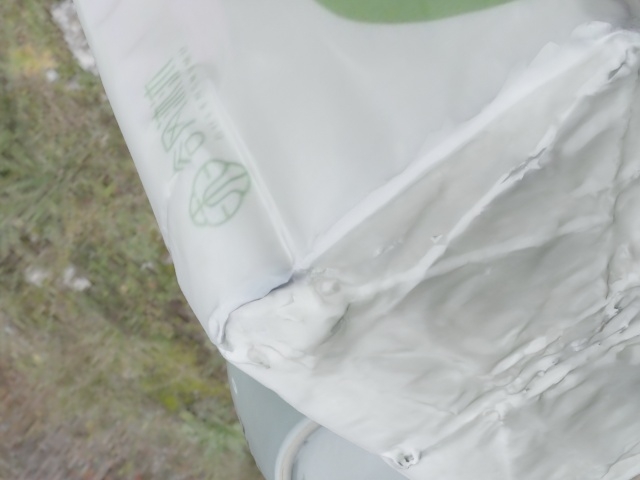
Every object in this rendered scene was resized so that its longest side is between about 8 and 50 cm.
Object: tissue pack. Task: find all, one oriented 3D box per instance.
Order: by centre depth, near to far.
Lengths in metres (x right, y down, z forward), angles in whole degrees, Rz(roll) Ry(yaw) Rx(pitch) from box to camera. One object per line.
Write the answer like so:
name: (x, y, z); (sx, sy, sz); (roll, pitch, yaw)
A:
tissue pack: (0.028, -0.081, 0.542); (0.194, 0.356, 0.266); (-36, 139, 12)

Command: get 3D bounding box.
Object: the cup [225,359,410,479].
cup: (0.044, 0.162, 1.071); (0.258, 0.234, 0.186); (40, 102, -22)
